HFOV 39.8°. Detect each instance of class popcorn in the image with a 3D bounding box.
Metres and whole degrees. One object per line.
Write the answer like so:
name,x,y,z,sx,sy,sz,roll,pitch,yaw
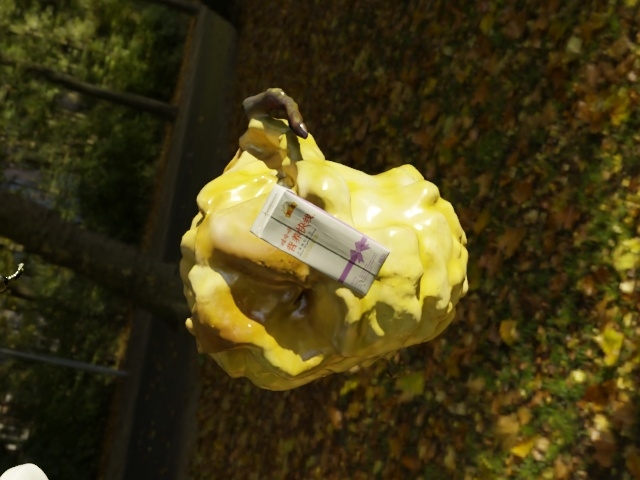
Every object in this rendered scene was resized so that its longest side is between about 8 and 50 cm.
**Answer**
popcorn,-0.012,-0.001,1.041,0.349,0.349,0.382,153,99,-71

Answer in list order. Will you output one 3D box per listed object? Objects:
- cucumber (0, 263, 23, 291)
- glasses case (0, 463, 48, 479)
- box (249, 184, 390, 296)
cucumber,-0.371,0.053,0.860,0.039,0.163,0.043,109,146,-43
glasses case,-0.265,0.311,0.853,0.074,0.049,0.193,-65,-40,-83
box,0.000,0.000,0.774,0.051,0.117,0.036,-59,21,-1
